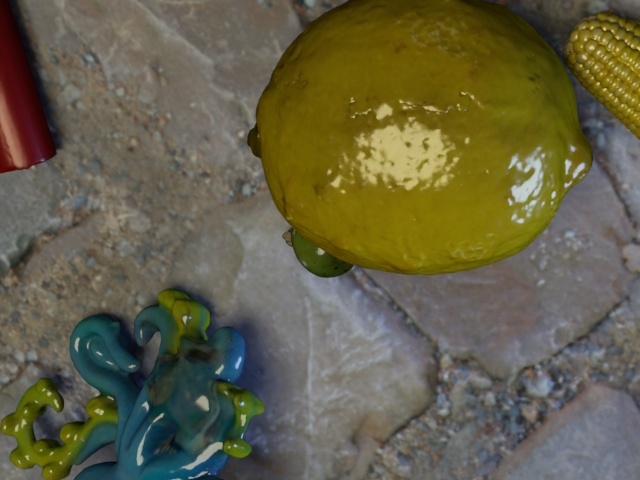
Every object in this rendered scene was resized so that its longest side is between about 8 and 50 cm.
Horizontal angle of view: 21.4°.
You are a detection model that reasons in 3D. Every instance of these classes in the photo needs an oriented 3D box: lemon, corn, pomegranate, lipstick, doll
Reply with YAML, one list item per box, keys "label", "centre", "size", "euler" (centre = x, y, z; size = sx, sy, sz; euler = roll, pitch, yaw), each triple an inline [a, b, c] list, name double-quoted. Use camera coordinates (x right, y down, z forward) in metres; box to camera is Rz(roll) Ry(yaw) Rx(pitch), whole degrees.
- label: "lemon"
  centre: [0.086, -0.093, 1.459]
  size: [0.284, 0.260, 0.261]
  euler: [8, 112, 38]
- label: "corn"
  centre: [0.316, -0.105, 1.465]
  size: [0.248, 0.081, 0.081]
  euler: [41, 116, 2]
- label: "pomegranate"
  centre: [0.003, 0.003, 1.627]
  size: [0.073, 0.073, 0.084]
  euler: [47, 154, 0]
- label: "lipstick"
  centre: [-0.333, -0.206, 1.669]
  size: [0.073, 0.073, 0.280]
  euler: [-9, 105, 22]
- label: "doll"
  centre: [-0.171, 0.229, 1.706]
  size: [0.341, 0.098, 0.346]
  euler: [-53, 55, 13]
